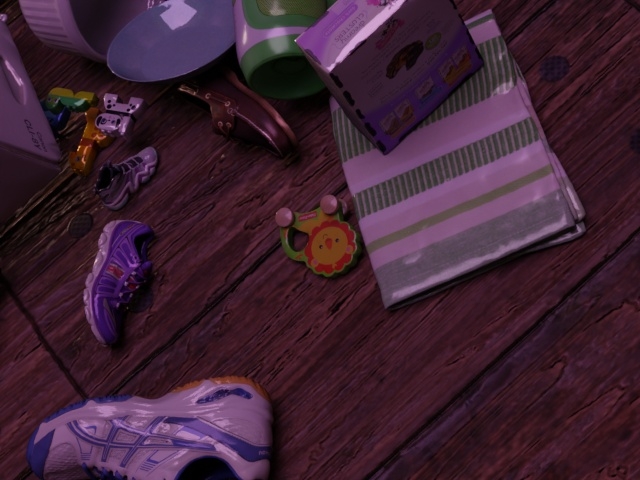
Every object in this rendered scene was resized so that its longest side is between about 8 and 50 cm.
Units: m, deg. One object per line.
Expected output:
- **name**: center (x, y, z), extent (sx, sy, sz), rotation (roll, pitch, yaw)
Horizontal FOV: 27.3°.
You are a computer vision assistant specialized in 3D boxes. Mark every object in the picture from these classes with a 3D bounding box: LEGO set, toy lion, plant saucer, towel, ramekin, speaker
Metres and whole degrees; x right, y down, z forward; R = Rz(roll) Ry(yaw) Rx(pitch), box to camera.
- **LEGO set**: center (-0.335, -0.144, 1.745), extent (0.227, 0.087, 0.093), rotation (10, 71, 19)
- **toy lion**: center (0.000, 0.000, 1.562), extent (0.100, 0.034, 0.096), rotation (-15, 72, 25)
- **plant saucer**: center (-0.180, -0.253, 1.708), extent (0.195, 0.037, 0.195), rotation (-12, 41, 11)
- **towel**: center (0.148, -0.101, 1.556), extent (0.248, 0.038, 0.325), rotation (-23, 59, 11)
- **ramekin**: center (-0.312, -0.342, 1.768), extent (0.109, 0.207, 0.207), rotation (6, 66, 31)
- **speaker**: center (-0.050, -0.329, 1.642), extent (0.131, 0.131, 0.296), rotation (-14, 65, 15)

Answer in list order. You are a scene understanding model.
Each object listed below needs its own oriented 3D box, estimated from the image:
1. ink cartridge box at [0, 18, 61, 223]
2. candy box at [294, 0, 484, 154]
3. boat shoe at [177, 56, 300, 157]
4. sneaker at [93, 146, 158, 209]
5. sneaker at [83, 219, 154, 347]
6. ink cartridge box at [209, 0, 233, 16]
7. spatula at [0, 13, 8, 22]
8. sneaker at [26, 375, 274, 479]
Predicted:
- **ink cartridge box**: center (-0.552, -0.103, 1.689), extent (0.385, 0.160, 0.279), rotation (-38, 62, 18)
- **candy box**: center (0.083, -0.215, 1.499), extent (0.165, 0.196, 0.070), rotation (-42, 57, -1)
- **boat shoe**: center (-0.106, -0.157, 1.664), extent (0.073, 0.073, 0.207), rotation (-37, 47, -12)
- **sneaker**: center (-0.253, -0.091, 1.689), extent (0.038, 0.069, 0.098), rotation (28, 77, 31)
- **sneaker**: center (-0.244, 0.048, 1.616), extent (0.071, 0.068, 0.170), rotation (1, 64, 16)
- **ink cartridge box**: center (-0.042, -0.389, 1.770), extent (0.275, 0.060, 0.239), rotation (37, 90, 32)
- **spatula**: center (-0.454, -0.362, 1.882), extent (0.168, 0.019, 0.242), rotation (-56, 33, -9)
- **sneaker**: center (-0.195, 0.243, 1.466), extent (0.296, 0.112, 0.131), rotation (-15, 60, 15)
